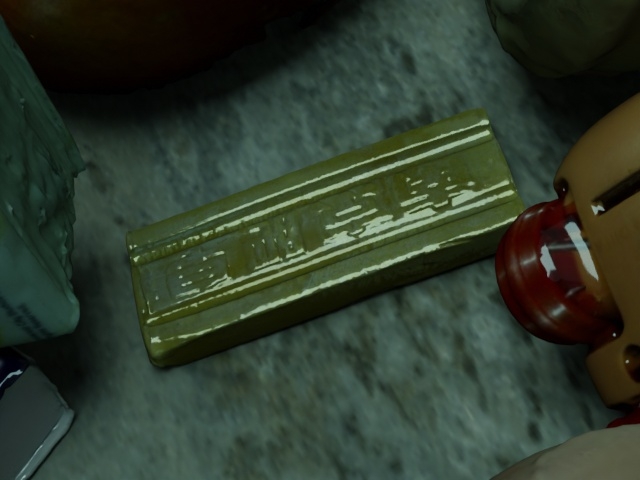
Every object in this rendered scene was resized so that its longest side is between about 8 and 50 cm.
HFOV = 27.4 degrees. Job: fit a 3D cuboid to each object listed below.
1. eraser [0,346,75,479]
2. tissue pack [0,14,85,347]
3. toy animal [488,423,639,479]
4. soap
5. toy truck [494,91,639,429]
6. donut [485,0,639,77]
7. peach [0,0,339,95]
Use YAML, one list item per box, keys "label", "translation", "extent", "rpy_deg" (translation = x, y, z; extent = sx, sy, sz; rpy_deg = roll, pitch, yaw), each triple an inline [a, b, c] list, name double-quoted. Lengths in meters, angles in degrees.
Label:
- label: "eraser"
  translation: [-0.303, 0.077, 0.829]
  extent: [0.287, 0.086, 0.130]
  rpy_deg: [26, 69, 26]
- label: "tissue pack"
  translation: [-0.353, -0.043, 0.694]
  extent: [0.388, 0.287, 0.162]
  rpy_deg: [-11, 52, 8]
- label: "toy animal"
  translation: [0.079, 0.212, 0.573]
  extent: [0.213, 0.256, 0.195]
  rpy_deg: [-26, 65, -42]
- label: "soap"
  translation: [0.000, 0.000, 0.826]
  extent: [0.252, 0.037, 0.092]
  rpy_deg: [-20, 56, 3]
- label: "toy truck"
  translation: [0.242, 0.021, 0.670]
  extent: [0.239, 0.189, 0.265]
  rpy_deg: [-11, 73, -38]
- label: "donut"
  translation: [0.187, -0.248, 0.776]
  extent: [0.150, 0.307, 0.371]
  rpy_deg: [9, 41, -7]
- label: "peach"
  translation: [-0.114, -0.303, 0.880]
  extent: [0.406, 0.310, 0.335]
  rpy_deg: [-40, 55, -10]
